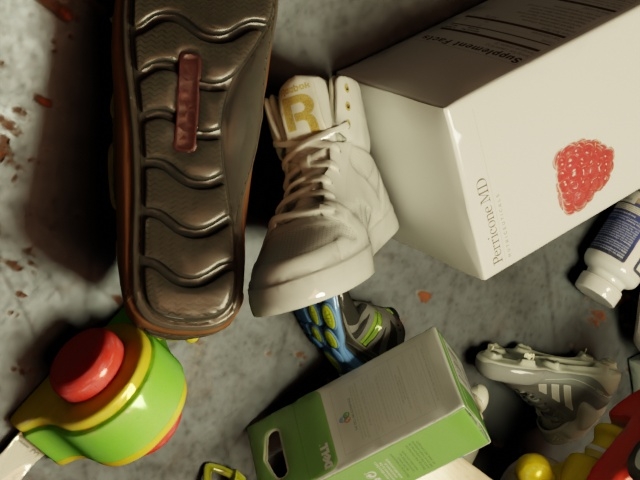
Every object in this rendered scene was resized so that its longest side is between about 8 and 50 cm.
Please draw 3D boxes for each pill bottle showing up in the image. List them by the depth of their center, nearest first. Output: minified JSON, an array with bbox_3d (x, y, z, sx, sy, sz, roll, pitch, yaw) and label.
[{"bbox_3d":[0.328,0.011,1.485,0.067,0.067,0.120,39,82,-35],"label":"pill bottle"}]

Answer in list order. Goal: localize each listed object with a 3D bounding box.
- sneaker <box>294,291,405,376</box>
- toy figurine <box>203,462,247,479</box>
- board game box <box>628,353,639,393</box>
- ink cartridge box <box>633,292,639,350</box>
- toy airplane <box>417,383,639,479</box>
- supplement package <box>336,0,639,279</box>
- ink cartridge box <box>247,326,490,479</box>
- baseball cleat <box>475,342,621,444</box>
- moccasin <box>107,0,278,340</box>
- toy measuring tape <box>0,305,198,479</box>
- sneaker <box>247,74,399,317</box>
[{"bbox_3d":[0.035,0.081,1.319,0.078,0.067,0.188,-48,130,-19],"label":"sneaker"},{"bbox_3d":[-0.043,0.409,1.331,0.191,0.217,0.363,0,61,-19],"label":"toy figurine"},{"bbox_3d":[0.521,0.191,1.653,0.303,0.097,0.224,-24,116,-25],"label":"board game box"},{"bbox_3d":[0.511,0.054,1.511,0.278,0.201,0.117,-38,145,-24],"label":"ink cartridge box"},{"bbox_3d":[0.239,0.324,1.410,0.384,0.272,0.386,-8,107,-8],"label":"toy airplane"},{"bbox_3d":[0.194,-0.120,1.288,0.293,0.175,0.178,-29,119,-23],"label":"supplement package"},{"bbox_3d":[0.042,0.179,1.272,0.209,0.109,0.062,-29,129,10],"label":"ink cartridge box"},{"bbox_3d":[0.242,0.168,1.476,0.205,0.072,0.110,9,103,-33],"label":"baseball cleat"},{"bbox_3d":[-0.106,-0.110,1.119,0.139,0.147,0.380,-2,87,-17],"label":"moccasin"},{"bbox_3d":[-0.213,0.176,1.150,0.330,0.121,0.121,-48,125,-12],"label":"toy measuring tape"},{"bbox_3d":[-0.015,-0.049,1.141,0.108,0.292,0.169,-14,102,15],"label":"sneaker"}]
